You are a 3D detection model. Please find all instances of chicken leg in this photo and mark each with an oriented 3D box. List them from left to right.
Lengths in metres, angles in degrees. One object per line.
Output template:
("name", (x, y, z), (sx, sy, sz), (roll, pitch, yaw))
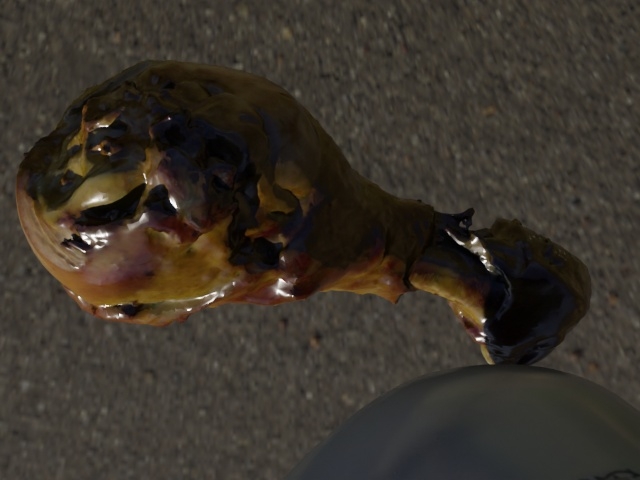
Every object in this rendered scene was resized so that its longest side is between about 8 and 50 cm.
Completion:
("chicken leg", (0.000, -0.003, 0.639), (0.251, 0.087, 0.107), (16, 134, -24))

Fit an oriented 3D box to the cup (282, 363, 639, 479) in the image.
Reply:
("cup", (0.116, 0.194, 0.516), (0.212, 0.317, 0.212), (-33, 147, -25))
